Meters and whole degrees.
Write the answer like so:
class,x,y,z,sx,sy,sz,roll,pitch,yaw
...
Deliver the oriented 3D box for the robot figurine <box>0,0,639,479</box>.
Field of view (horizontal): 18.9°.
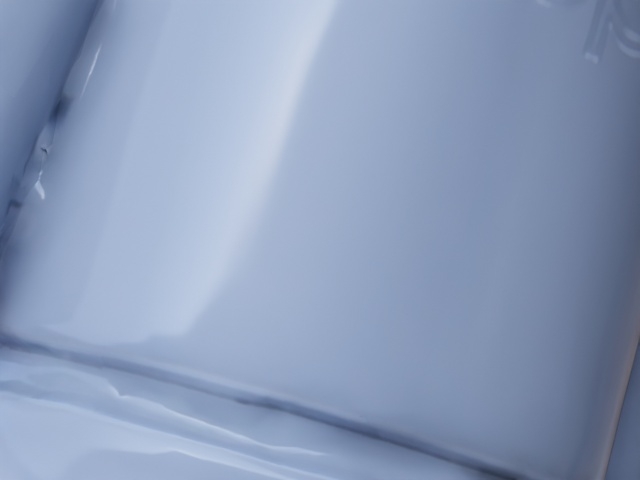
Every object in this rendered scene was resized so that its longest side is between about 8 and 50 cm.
class,x,y,z,sx,sy,sz,roll,pitch,yaw
robot figurine,0.000,0.000,0.584,0.300,0.353,0.200,20,-10,-31
